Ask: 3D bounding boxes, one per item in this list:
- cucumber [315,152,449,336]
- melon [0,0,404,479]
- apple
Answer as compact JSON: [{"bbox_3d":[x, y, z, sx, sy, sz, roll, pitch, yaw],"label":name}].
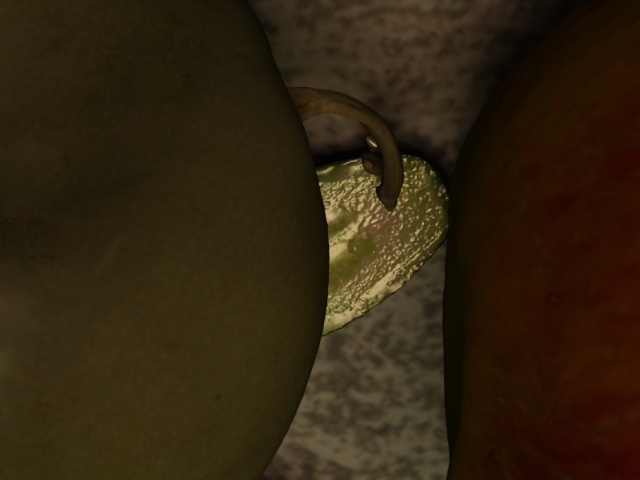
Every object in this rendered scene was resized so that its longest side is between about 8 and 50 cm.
[{"bbox_3d":[0.000,0.000,0.774,0.107,0.035,0.067,-23,105,4],"label":"cucumber"},{"bbox_3d":[-0.137,0.014,0.632,0.308,0.272,0.272,-46,118,-2],"label":"melon"},{"bbox_3d":[0.190,0.046,0.656,0.339,0.339,0.339,-3,123,-4],"label":"apple"}]
